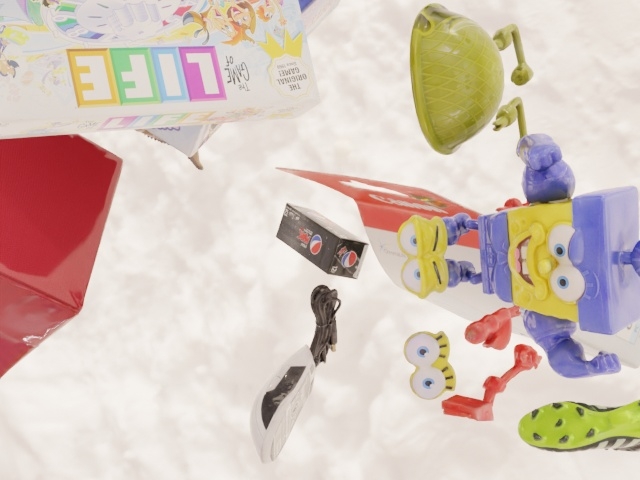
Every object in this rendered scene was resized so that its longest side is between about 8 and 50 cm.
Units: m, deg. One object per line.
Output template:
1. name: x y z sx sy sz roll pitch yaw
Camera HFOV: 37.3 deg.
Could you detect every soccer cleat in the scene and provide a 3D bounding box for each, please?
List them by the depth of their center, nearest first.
1. soccer cleat: 0.304 0.204 1.015 0.178 0.060 0.072 -10 139 20

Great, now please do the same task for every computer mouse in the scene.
1. computer mouse: -0.032 0.142 0.982 0.042 0.193 0.106 19 137 14

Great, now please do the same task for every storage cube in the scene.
1. storage cube: -0.325 -0.009 0.874 0.183 0.193 0.215 -36 37 39

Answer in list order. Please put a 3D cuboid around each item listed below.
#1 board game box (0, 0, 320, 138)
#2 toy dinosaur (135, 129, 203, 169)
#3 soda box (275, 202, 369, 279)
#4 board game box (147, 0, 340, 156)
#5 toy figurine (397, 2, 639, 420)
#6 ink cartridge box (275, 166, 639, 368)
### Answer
1. board game box: -0.080 -0.101 0.409 0.026 0.154 0.104 -21 80 57
2. toy dinosaur: -0.276 -0.234 1.439 0.200 0.127 0.296 -21 106 8
3. soda box: 0.000 0.000 1.386 0.169 0.053 0.060 34 109 55
4. board game box: -0.163 -0.249 0.821 0.318 0.319 0.066 31 131 2
5. toy figurine: 0.204 -0.021 0.778 0.217 0.191 0.363 5 100 49
6. ink cartridge box: 0.157 0.029 1.118 0.308 0.384 0.091 15 83 57
